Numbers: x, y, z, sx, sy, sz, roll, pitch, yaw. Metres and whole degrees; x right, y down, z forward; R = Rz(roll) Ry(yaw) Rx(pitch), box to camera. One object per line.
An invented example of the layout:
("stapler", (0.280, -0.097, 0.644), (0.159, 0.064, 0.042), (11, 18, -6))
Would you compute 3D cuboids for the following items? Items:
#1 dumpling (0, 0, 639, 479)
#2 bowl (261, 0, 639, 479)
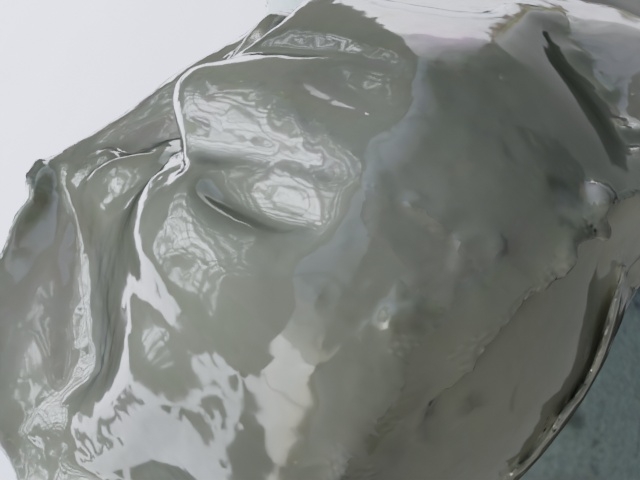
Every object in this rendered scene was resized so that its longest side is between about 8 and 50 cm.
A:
("dumpling", (0.000, 0.000, 0.417), (0.188, 0.127, 0.108), (-45, -23, -12))
("bowl", (0.057, 0.083, 0.738), (0.435, 0.196, 0.434), (-170, 90, -83))
